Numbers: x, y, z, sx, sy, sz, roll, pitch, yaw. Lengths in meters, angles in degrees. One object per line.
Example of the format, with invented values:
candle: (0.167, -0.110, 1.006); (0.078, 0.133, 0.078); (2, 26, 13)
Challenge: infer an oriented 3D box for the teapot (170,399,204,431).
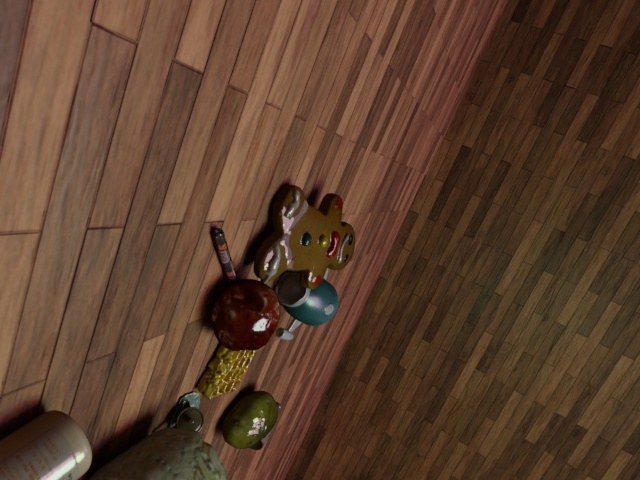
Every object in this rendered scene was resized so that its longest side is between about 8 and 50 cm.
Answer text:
teapot: (-0.349, 0.450, 1.027); (0.110, 0.085, 0.080); (-17, 162, -28)

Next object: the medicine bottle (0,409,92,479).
medicine bottle: (-0.444, 0.342, 0.539); (0.252, 0.114, 0.114); (-31, 144, -57)

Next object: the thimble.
thimble: (-0.336, 0.568, 0.866); (0.291, 0.291, 0.195); (-67, 162, 12)

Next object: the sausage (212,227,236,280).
sausage: (-0.204, 0.034, 0.888); (0.198, 0.028, 0.025); (89, 6, -54)

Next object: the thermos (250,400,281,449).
thermos: (-0.241, 0.740, 1.684); (0.137, 0.105, 0.193); (-43, -179, 33)

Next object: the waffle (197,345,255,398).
waffle: (-0.240, 0.321, 1.147); (0.211, 0.055, 0.160); (-62, 162, -1)

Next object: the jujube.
jujube: (-0.179, 0.192, 0.998); (0.168, 0.168, 0.236); (-51, 169, -31)

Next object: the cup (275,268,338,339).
cup: (-0.051, 0.171, 1.292); (0.299, 0.167, 0.173); (-60, 146, -9)

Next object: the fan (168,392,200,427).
fan: (-0.368, 0.486, 1.104); (0.131, 0.009, 0.240); (-33, 145, -57)

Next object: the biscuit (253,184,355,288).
biscuit: (0.001, 0.001, 1.150); (0.432, 0.064, 0.283); (19, 88, -57)

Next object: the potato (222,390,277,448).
potato: (-0.237, 0.617, 1.428); (0.197, 0.148, 0.228); (-42, 159, -14)
